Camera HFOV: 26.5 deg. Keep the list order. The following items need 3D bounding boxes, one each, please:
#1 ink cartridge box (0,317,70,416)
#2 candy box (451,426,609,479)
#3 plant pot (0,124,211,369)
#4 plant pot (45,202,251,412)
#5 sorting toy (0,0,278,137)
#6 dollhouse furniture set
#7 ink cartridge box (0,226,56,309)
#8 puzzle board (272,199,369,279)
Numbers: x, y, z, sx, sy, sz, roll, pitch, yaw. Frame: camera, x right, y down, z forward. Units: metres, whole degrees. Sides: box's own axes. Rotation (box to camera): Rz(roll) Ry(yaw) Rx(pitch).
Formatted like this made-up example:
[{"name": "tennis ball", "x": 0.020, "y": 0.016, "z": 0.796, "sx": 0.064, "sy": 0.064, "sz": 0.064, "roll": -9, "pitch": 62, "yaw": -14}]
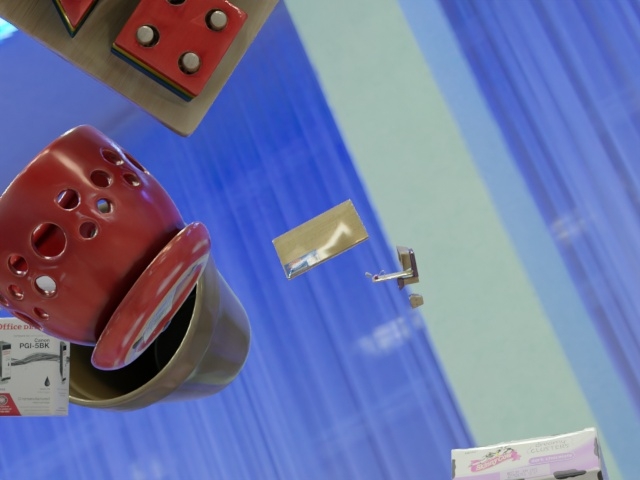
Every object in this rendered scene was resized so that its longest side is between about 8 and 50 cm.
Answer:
[{"name": "ink cartridge box", "x": -0.397, "y": 0.172, "z": 1.853, "sx": 0.099, "sy": 0.135, "sz": 0.056, "roll": -2, "pitch": -8, "yaw": 11}, {"name": "candy box", "x": 0.247, "y": 0.313, "z": 1.523, "sx": 0.165, "sy": 0.070, "sz": 0.196, "roll": -12, "pitch": -57, "yaw": 14}, {"name": "plant pot", "x": -0.210, "y": 0.012, "z": 1.294, "sx": 0.191, "sy": 0.174, "sz": 0.191, "roll": -55, "pitch": -3, "yaw": -5}, {"name": "plant pot", "x": -0.254, "y": 0.132, "z": 2.141, "sx": 0.323, "sy": 0.323, "sz": 0.280, "roll": -28, "pitch": -29, "yaw": 16}, {"name": "sorting toy", "x": -0.157, "y": -0.273, "z": 1.257, "sx": 0.257, "sy": 0.255, "sz": 0.089, "roll": -58, "pitch": 9, "yaw": -8}, {"name": "dollhouse furniture set", "x": 0.113, "y": 0.059, "z": 2.192, "sx": 0.081, "sy": 0.091, "sz": 0.114, "roll": -12, "pitch": 12, "yaw": -1}, {"name": "ink cartridge box", "x": -0.392, "y": 0.032, "z": 1.603, "sx": 0.143, "sy": 0.092, "sz": 0.090, "roll": -19, "pitch": -10, "yaw": 24}, {"name": "puzzle board", "x": 0.000, "y": 0.000, "z": 1.919, "sx": 0.128, "sy": 0.096, "sz": 0.011, "roll": -28, "pitch": -52, "yaw": 3}]
